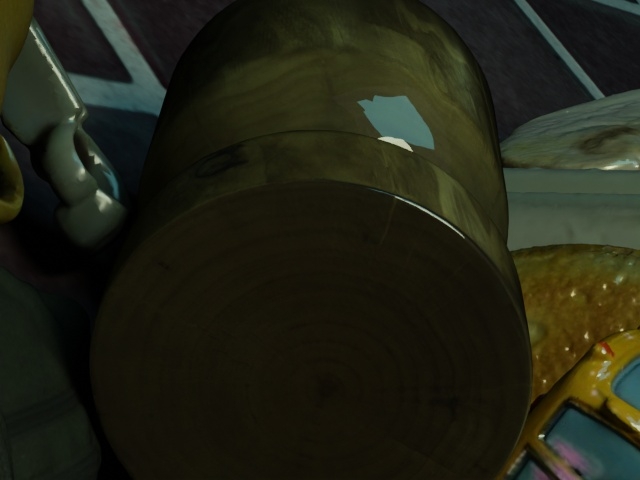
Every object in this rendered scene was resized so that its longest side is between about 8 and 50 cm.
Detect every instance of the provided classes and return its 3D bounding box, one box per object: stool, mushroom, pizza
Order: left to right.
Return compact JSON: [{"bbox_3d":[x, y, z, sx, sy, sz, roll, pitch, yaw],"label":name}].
[{"bbox_3d":[0.000,0.000,0.834,0.179,0.179,0.264,34,22,-13],"label":"stool"},{"bbox_3d":[0.147,0.100,0.930,0.292,0.197,0.058,5,-12,18],"label":"pizza"},{"bbox_3d":[0.217,-0.001,1.221,0.236,0.173,0.162,-115,-168,-74],"label":"mushroom"}]

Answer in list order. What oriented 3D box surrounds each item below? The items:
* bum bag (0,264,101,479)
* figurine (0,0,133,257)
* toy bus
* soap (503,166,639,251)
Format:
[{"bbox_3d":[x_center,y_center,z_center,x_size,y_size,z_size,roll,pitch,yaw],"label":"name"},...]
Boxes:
[{"bbox_3d":[-0.173,0.064,0.632,0.142,0.080,0.326,48,25,8],"label":"bum bag"},{"bbox_3d":[-0.207,-0.122,0.781,0.343,0.167,0.285,19,31,-33],"label":"figurine"},{"bbox_3d":[0.123,0.139,0.778,0.136,0.209,0.126,39,24,20],"label":"toy bus"},{"bbox_3d":[0.148,0.090,1.064,0.302,0.257,0.159,3,12,24],"label":"soap"}]
